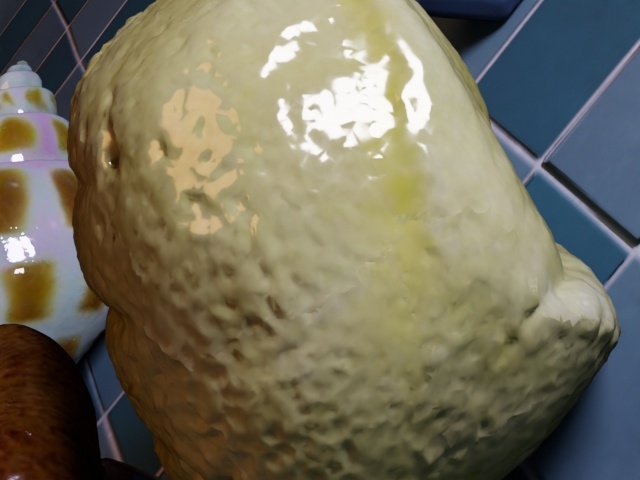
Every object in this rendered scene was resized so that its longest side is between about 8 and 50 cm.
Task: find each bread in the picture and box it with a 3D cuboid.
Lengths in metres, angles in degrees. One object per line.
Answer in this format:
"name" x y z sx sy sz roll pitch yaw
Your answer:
"bread" -0.010 0.006 0.722 0.237 0.320 0.320 -34 28 -8

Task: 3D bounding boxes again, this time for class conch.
"conch" -0.270 0.034 1.204 0.368 0.197 0.249 -65 9 -28

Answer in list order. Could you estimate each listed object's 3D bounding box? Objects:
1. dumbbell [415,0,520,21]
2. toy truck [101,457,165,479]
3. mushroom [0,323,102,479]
"dumbbell" 0.050 -0.263 1.070 0.316 0.156 0.143 -136 51 -61
"toy truck" -0.117 0.251 0.826 0.135 0.114 0.270 -47 30 23
"mushroom" -0.229 0.172 0.775 0.267 0.255 0.267 -5 82 39
